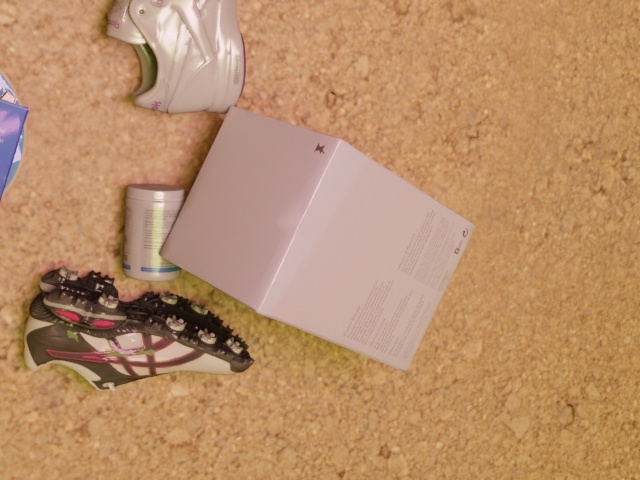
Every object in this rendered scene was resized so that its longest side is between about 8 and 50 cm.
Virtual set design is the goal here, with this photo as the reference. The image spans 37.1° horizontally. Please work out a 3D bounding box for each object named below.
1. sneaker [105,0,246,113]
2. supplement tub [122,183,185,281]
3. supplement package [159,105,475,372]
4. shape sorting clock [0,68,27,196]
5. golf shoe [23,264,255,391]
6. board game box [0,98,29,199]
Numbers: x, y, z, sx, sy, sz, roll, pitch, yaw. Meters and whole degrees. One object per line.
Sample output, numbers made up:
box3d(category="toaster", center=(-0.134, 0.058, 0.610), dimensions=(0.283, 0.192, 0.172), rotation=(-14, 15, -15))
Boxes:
box3d(category="sneaker", center=(-0.163, -0.287, 1.053), dimensions=(0.152, 0.114, 0.305), rotation=(-9, 104, -25))
box3d(category="supplement tub", center=(-0.196, -0.010, 1.120), dimensions=(0.071, 0.071, 0.107), rotation=(1, 101, -26))
box3d(category="supplement package", center=(0.000, 0.000, 1.110), dimensions=(0.262, 0.198, 0.199), rotation=(27, 88, -44))
box3d(category="shape sorting clock", center=(-0.416, -0.115, 1.010), dimensions=(0.206, 0.040, 0.206), rotation=(-6, 103, -25))
box3d(category="golf shoe", center=(-0.215, 0.122, 1.136), dimensions=(0.272, 0.105, 0.120), rotation=(20, 108, -22))
box3d(category="board game box", center=(-0.484, -0.072, 0.903), dimensions=(0.347, 0.078, 0.233), rotation=(17, 90, -33))
